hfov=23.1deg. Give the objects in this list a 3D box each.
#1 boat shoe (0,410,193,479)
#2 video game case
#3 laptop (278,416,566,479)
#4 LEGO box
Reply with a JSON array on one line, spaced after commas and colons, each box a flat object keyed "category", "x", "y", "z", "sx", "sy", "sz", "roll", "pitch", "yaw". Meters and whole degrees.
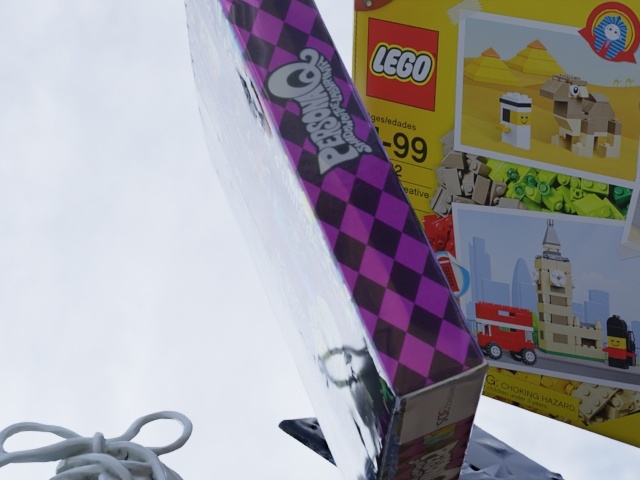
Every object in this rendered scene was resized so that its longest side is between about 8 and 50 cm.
[{"category": "boat shoe", "x": -0.125, "y": 0.169, "z": 0.908, "sx": 0.367, "sy": 0.136, "sz": 0.156, "roll": 47, "pitch": -127, "yaw": -60}, {"category": "video game case", "x": 0.000, "y": 0.000, "z": 0.674, "sx": 0.042, "sy": 0.232, "sz": 0.210, "roll": -20, "pitch": -25, "yaw": -9}, {"category": "laptop", "x": 0.110, "y": 0.259, "z": 1.314, "sx": 0.234, "sy": 0.264, "sz": 0.136, "roll": 2, "pitch": -68, "yaw": -52}, {"category": "LEGO box", "x": 0.279, "y": -0.040, "z": 1.237, "sx": 0.193, "sy": 0.500, "sz": 0.372, "roll": -29, "pitch": -53, "yaw": -49}]
